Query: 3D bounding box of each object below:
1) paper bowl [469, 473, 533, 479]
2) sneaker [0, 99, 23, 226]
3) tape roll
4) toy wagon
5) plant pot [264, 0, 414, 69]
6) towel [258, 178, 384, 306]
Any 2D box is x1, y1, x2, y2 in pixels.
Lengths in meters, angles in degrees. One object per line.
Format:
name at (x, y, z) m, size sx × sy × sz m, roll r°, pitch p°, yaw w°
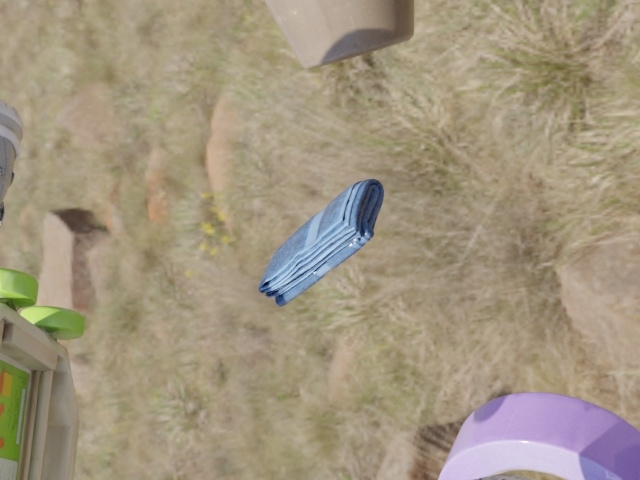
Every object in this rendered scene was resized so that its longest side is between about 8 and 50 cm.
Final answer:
paper bowl at (0.163, 0.325, 0.743) m, size 0.284 × 0.148 × 0.284 m, roll 173°, pitch 90°, yaw -69°
sneaker at (-0.375, -0.066, 0.741) m, size 0.105 × 0.281 × 0.115 m, roll 123°, pitch 143°, yaw -55°
tape roll at (0.285, 0.318, 1.171) m, size 0.274 × 0.090 × 0.275 m, roll 15°, pitch 129°, yaw 20°
toy wagon at (-0.253, 0.158, 0.717) m, size 0.344 × 0.068 × 0.267 m, roll 77°, pitch -166°, yaw -71°
plant pot at (0.017, -0.343, 1.198) m, size 0.263 × 0.263 × 0.229 m, roll 0°, pitch 108°, yaw 63°
towel at (0.000, 0.000, 0.738) m, size 0.119 × 0.029 × 0.067 m, roll -39°, pitch 21°, yaw 41°
